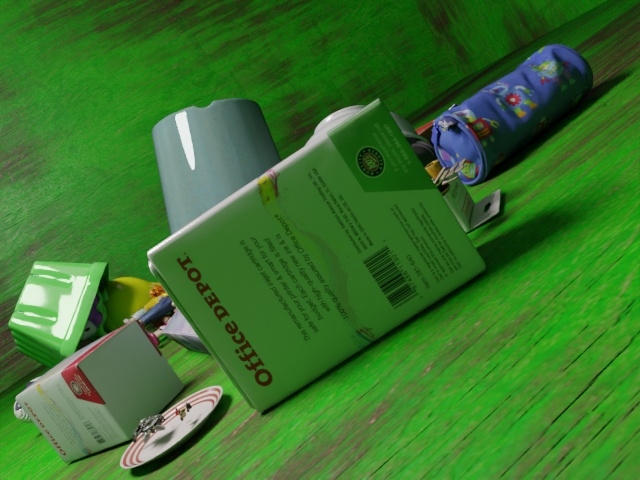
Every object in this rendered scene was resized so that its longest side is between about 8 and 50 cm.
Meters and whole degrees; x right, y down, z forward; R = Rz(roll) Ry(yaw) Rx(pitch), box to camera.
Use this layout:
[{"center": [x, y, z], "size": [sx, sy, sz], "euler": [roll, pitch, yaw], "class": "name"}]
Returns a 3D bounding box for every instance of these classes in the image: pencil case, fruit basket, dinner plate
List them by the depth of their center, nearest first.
[{"center": [-0.170, 0.221, 0.762], "size": [0.141, 0.017, 0.141], "euler": [-33, 8, 5], "class": "dinner plate"}, {"center": [0.312, -0.215, 1.080], "size": [0.306, 0.133, 0.119], "euler": [-36, -24, -22], "class": "pencil case"}, {"center": [-0.558, 0.206, 1.654], "size": [0.392, 0.392, 0.282], "euler": [-23, 47, 50], "class": "fruit basket"}]

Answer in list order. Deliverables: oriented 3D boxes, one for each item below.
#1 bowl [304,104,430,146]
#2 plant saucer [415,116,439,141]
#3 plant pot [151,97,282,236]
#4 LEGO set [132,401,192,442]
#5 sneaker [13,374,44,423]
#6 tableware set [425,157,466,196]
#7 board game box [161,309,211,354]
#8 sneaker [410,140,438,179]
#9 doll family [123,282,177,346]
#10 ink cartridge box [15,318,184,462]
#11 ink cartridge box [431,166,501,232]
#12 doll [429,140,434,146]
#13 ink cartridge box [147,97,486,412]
[{"center": [0.073, -0.187, 1.364], "size": [0.298, 0.134, 0.298], "euler": [-18, -20, -7], "class": "bowl"}, {"center": [0.236, -0.267, 1.957], "size": [0.258, 0.047, 0.259], "euler": [-39, 9, -34], "class": "plant saucer"}, {"center": [-0.212, -0.119, 1.466], "size": [0.341, 0.333, 0.341], "euler": [-16, -3, -1], "class": "plant pot"}, {"center": [-0.191, 0.210, 0.761], "size": [0.083, 0.023, 0.054], "euler": [-34, 9, -4], "class": "LEGO set"}, {"center": [-0.602, 0.346, 1.411], "size": [0.153, 0.094, 0.235], "euler": [-31, 8, 21], "class": "sneaker"}, {"center": [0.124, -0.066, 0.821], "size": [0.104, 0.024, 0.154], "euler": [-27, 13, 34], "class": "tableware set"}, {"center": [-0.127, 0.044, 1.105], "size": [0.318, 0.066, 0.319], "euler": [-58, 16, -18], "class": "board game box"}, {"center": [0.126, -0.103, 1.292], "size": [0.147, 0.104, 0.296], "euler": [-23, -5, -36], "class": "sneaker"}, {"center": [-0.365, 0.156, 1.517], "size": [0.163, 0.118, 0.263], "euler": [-37, 9, -28], "class": "doll family"}, {"center": [-0.320, 0.220, 0.944], "size": [0.176, 0.128, 0.127], "euler": [-27, 10, 34], "class": "ink cartridge box"}, {"center": [0.139, -0.032, 0.878], "size": [0.198, 0.067, 0.115], "euler": [-29, 11, 24], "class": "ink cartridge box"}, {"center": [0.258, -0.209, 1.541], "size": [0.189, 0.046, 0.129], "euler": [-29, 10, 28], "class": "doll"}, {"center": [-0.005, 0.014, 0.687], "size": [0.278, 0.201, 0.117], "euler": [-33, 7, 3], "class": "ink cartridge box"}]
